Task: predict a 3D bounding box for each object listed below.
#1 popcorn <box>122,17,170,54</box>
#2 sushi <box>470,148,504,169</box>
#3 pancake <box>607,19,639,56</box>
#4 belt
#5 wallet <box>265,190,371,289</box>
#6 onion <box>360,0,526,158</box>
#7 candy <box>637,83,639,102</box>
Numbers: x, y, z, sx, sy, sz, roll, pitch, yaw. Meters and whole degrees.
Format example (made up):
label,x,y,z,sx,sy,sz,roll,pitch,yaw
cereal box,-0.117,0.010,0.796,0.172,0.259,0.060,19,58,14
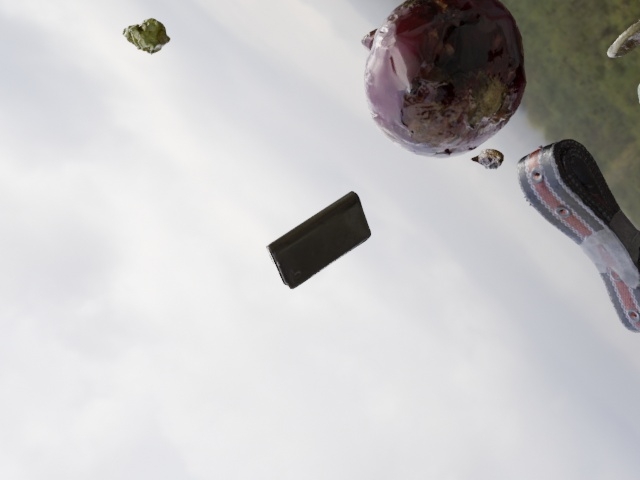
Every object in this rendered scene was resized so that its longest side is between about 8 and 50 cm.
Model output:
label,x,y,z,sx,sy,sz,roll,pitch,yaw
popcorn,-0.304,-0.355,1.409,0.068,0.083,0.059,-66,-30,-54
sushi,0.410,-0.192,1.947,0.050,0.047,0.099,46,160,-21
pancake,0.761,-0.490,1.948,0.025,0.152,0.152,58,-164,16
belt,0.443,-0.005,1.245,0.359,0.126,0.094,46,154,-10
wallet,0.000,0.000,1.487,0.031,0.198,0.110,34,151,50
onion,0.215,-0.358,1.645,0.348,0.347,0.385,31,-173,-46
candy,0.824,-0.286,1.761,0.132,0.142,0.343,49,-169,-33
